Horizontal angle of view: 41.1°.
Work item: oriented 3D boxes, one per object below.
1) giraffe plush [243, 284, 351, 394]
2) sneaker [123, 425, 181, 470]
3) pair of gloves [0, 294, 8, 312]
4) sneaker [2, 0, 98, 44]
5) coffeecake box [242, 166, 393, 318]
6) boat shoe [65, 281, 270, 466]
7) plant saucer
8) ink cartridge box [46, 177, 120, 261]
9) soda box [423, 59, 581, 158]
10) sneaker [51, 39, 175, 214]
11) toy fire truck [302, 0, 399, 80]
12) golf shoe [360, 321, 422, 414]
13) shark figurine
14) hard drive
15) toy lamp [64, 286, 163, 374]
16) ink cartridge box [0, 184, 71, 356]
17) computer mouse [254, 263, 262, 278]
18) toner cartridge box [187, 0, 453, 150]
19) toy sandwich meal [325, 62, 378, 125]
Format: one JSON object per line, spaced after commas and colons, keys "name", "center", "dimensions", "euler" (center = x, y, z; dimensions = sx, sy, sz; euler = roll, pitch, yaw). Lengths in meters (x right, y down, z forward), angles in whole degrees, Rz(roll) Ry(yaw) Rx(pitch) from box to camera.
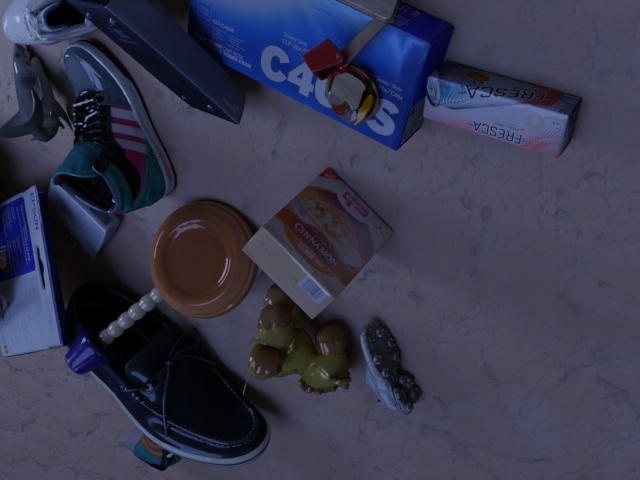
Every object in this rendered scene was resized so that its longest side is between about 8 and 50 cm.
{"name": "giraffe plush", "center": [-0.026, 0.189, 1.430], "dimensions": [0.171, 0.181, 0.210], "euler": [14, 119, 0]}
{"name": "sneaker", "center": [-0.323, 0.405, 1.818], "dimensions": [0.121, 0.108, 0.302], "euler": [42, 143, 2]}
{"name": "pair of gloves", "center": [-0.719, 0.082, 1.637], "dimensions": [0.240, 0.042, 0.204], "euler": [15, 147, -4]}
{"name": "sneaker", "center": [-0.408, -0.357, 1.317], "dimensions": [0.297, 0.129, 0.111], "euler": [-5, 119, 39]}
{"name": "coffeecake box", "center": [0.000, 0.000, 1.243], "dimensions": [0.142, 0.185, 0.068], "euler": [45, 135, 0]}
{"name": "boat shoe", "center": [-0.308, 0.252, 1.642], "dimensions": [0.500, 0.187, 0.156], "euler": [35, 140, 16]}
{"name": "plant saucer", "center": [-0.202, 0.032, 1.435], "dimensions": [0.200, 0.037, 0.199], "euler": [-1, 87, 20]}
{"name": "ink cartridge box", "center": [-0.461, -0.046, 1.648], "dimensions": [0.145, 0.045, 0.179], "euler": [45, 153, -1]}
{"name": "soda box", "center": [0.223, -0.165, 1.062], "dimensions": [0.183, 0.058, 0.063], "euler": [20, 130, 21]}
{"name": "sneaker", "center": [-0.373, -0.164, 1.392], "dimensions": [0.124, 0.178, 0.295], "euler": [-13, 112, 40]}
{"name": "toy fire truck", "center": [0.048, -0.294, 1.017], "dimensions": [0.192, 0.047, 0.135], "euler": [-30, 80, 12]}
{"name": "golf shoe", "center": [0.094, 0.214, 1.417], "dimensions": [0.086, 0.069, 0.176], "euler": [-7, 115, 44]}
{"name": "shark figurine", "center": [-0.491, -0.200, 1.422], "dimensions": [0.116, 0.278, 0.166], "euler": [-23, 127, -3]}
{"name": "hard drive", "center": [-0.223, -0.267, 1.202], "dimensions": [0.255, 0.054, 0.172], "euler": [40, 172, -39]}
{"name": "toy lamp", "center": [-0.345, 0.141, 1.547], "dimensions": [0.275, 0.080, 0.080], "euler": [-40, 95, 5]}
{"name": "ink cartridge box", "center": [-0.564, 0.067, 1.668], "dimensions": [0.307, 0.072, 0.303], "euler": [-14, 85, 46]}
{"name": "computer mouse", "center": [-0.178, 0.021, 1.470], "dimensions": [0.193, 0.042, 0.106], "euler": [18, 92, 19]}
{"name": "toner cartridge box", "center": [-0.012, -0.272, 1.138], "dimensions": [0.348, 0.075, 0.165], "euler": [29, 132, 16]}
{"name": "toy sandwich meal", "center": [0.037, -0.185, 1.090], "dimensions": [0.086, 0.029, 0.085], "euler": [18, 129, 24]}
